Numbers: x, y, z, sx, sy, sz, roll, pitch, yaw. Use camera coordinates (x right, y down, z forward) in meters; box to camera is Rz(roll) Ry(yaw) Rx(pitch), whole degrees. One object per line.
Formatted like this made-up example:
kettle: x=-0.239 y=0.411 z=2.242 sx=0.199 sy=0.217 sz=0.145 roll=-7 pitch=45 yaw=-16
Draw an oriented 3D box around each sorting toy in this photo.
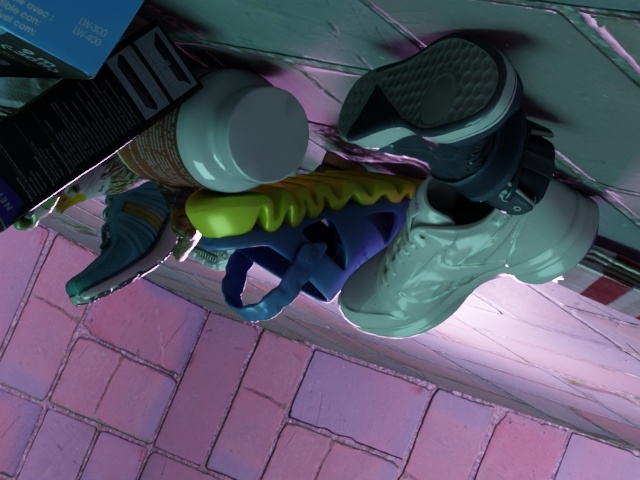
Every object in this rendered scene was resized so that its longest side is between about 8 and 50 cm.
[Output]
sorting toy: x=-0.183 y=-0.207 z=1.615 sx=0.083 sy=0.012 sz=0.062 roll=31 pitch=164 yaw=-28

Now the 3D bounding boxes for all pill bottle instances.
pill bottle: x=-0.107 y=-0.109 z=1.665 sx=0.121 sy=0.121 sz=0.216 roll=28 pitch=171 yaw=-34

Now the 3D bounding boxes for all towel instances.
towel: x=0.295 y=0.034 z=1.834 sx=0.329 sy=0.037 sz=0.237 roll=23 pitch=174 yaw=5

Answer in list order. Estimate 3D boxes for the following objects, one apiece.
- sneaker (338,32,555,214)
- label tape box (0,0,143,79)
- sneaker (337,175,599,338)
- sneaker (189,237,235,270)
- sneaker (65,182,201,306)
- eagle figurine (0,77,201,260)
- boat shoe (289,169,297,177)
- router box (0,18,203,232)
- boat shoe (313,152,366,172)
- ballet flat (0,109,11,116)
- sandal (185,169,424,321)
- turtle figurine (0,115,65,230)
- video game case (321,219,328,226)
sneaker: x=0.133 y=-0.085 z=1.304 sx=0.163 sy=0.086 sz=0.226 roll=24 pitch=170 yaw=-22
label tape box: x=-0.295 y=-0.232 z=1.406 sx=0.249 sy=0.115 sz=0.348 roll=27 pitch=172 yaw=-31
sneaker: x=0.113 y=-0.005 z=1.627 sx=0.152 sy=0.114 sz=0.305 roll=35 pitch=137 yaw=-30
sneaker: x=-0.185 y=-0.047 z=2.424 sx=0.232 sy=0.090 sz=0.115 roll=38 pitch=-145 yaw=15
sneaker: x=-0.224 y=-0.027 z=2.038 sx=0.110 sy=0.275 sz=0.107 roll=48 pitch=145 yaw=-16
eagle figurine: x=-0.225 y=-0.118 z=1.871 sx=0.298 sy=0.225 sz=0.226 roll=51 pitch=127 yaw=2
boat shoe: x=-0.091 y=-0.092 z=2.027 sx=0.137 sy=0.049 sz=0.043 roll=23 pitch=130 yaw=12
router box: x=-0.280 y=-0.074 z=1.596 sx=0.081 sy=0.243 sz=0.309 roll=55 pitch=147 yaw=-8
boat shoe: x=0.032 y=-0.037 z=1.945 sx=0.073 sy=0.073 sz=0.207 roll=18 pitch=172 yaw=24
ballet flat: x=-0.385 y=-0.180 z=2.219 sx=0.213 sy=0.072 sz=0.068 roll=24 pitch=145 yaw=-17
sandal: x=0.000 y=0.000 z=1.760 sx=0.317 sy=0.138 sz=0.126 roll=-9 pitch=-169 yaw=-35
turtle figurine: x=-0.401 y=-0.102 z=2.060 sx=0.275 sy=0.197 sz=0.266 roll=14 pitch=-162 yaw=10
video game case: x=-0.059 y=-0.024 z=2.215 sx=0.204 sy=0.025 sz=0.285 roll=7 pitch=179 yaw=-27
